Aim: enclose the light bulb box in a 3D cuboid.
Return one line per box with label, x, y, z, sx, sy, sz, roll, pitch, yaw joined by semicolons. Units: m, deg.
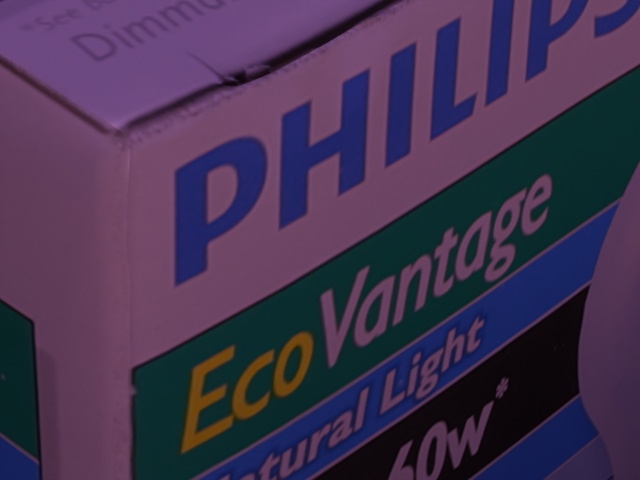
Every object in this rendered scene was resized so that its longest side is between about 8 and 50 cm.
light bulb box;0.000;0.000;0.578;0.225;0.361;0.358;33;47;32
